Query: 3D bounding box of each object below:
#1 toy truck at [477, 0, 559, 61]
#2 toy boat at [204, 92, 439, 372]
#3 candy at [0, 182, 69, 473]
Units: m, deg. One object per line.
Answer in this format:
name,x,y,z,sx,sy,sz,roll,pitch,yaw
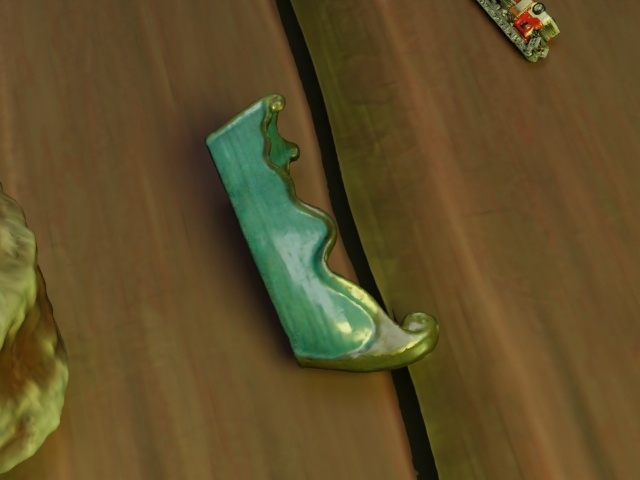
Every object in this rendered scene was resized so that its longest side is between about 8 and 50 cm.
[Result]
toy truck,0.122,-0.144,1.214,0.032,0.024,0.083,-39,51,2
toy boat,0.000,0.000,1.067,0.077,0.075,0.185,-22,53,-3
candy,-0.280,0.040,1.008,0.289,0.157,0.214,5,45,9
